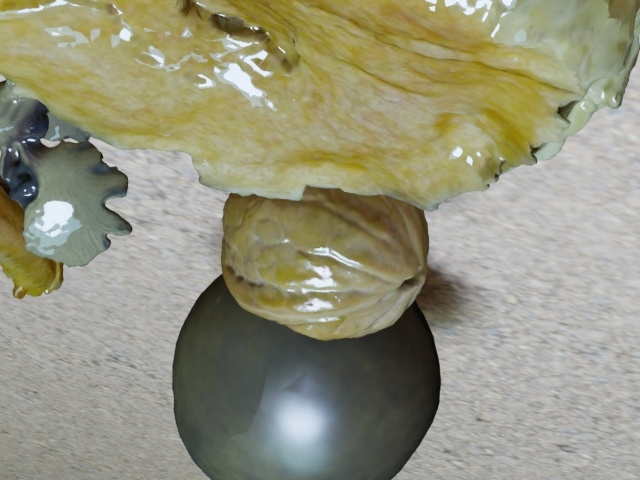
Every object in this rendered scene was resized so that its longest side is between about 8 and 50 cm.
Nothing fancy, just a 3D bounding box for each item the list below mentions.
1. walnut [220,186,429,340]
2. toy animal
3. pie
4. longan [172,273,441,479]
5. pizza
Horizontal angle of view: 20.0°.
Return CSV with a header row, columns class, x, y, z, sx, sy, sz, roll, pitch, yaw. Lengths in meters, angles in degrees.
class,x,y,z,sx,sy,sz,roll,pitch,yaw
walnut,0.000,0.000,0.945,0.124,0.105,0.105,22,170,40
toy animal,-0.205,-0.075,0.939,0.214,0.093,0.186,16,160,29
pie,-0.041,-0.104,0.683,0.340,0.083,0.339,16,160,6
longan,-0.007,0.083,1.112,0.189,0.189,0.189,15,163,5
pizza,-0.268,-0.028,1.170,0.134,0.056,0.271,-2,155,26
